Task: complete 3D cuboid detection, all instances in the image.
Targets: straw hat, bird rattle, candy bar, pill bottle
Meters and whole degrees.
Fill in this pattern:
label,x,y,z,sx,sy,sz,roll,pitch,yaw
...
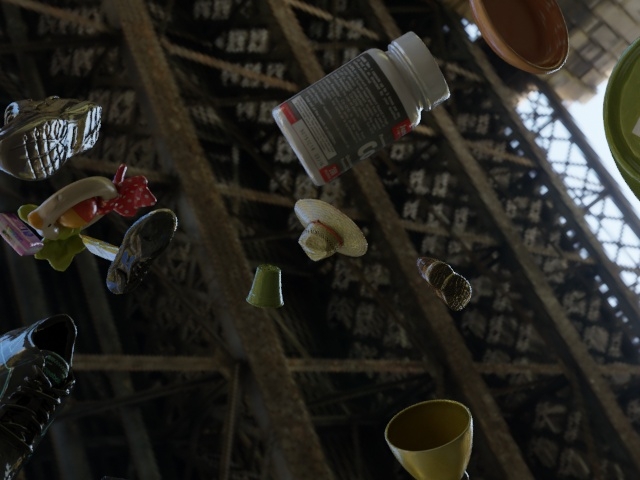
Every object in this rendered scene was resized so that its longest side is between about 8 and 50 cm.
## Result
label,x,y,z,sx,sy,sz,roll,pitch,yaw
straw hat,0.000,0.000,1.465,0.144,0.144,0.061,42,-115,-8
bird rattle,-0.443,-0.055,1.706,0.143,0.254,0.207,64,180,9
candy bar,-0.356,0.016,1.501,0.018,0.161,0.040,-46,-55,-25
pill bottle,0.072,-0.233,1.587,0.161,0.283,0.161,58,-179,-2

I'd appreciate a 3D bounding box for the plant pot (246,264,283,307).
label,x,y,z,sx,sy,sz,roll,pitch,yaw
plant pot,-0.117,0.097,1.991,0.083,0.079,0.083,8,-163,-2

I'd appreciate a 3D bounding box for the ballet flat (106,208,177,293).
label,x,y,z,sx,sy,sz,roll,pitch,yaw
ballet flat,-0.254,0.011,1.286,0.057,0.173,0.049,41,-147,-2

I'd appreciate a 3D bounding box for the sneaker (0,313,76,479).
label,x,y,z,sx,sy,sz,roll,pitch,yaw
sneaker,-0.313,0.163,0.908,0.101,0.106,0.267,52,-165,-28

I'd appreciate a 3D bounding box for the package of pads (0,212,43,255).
label,x,y,z,sx,sy,sz,roll,pitch,yaw
package of pads,-0.519,-0.010,1.550,0.083,0.032,0.050,45,-174,6

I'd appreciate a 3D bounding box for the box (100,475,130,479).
label,x,y,z,sx,sy,sz,roll,pitch,yaw
box,-0.238,0.410,1.163,0.216,0.060,0.270,8,-164,12

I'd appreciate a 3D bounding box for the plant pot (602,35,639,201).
label,x,y,z,sx,sy,sz,roll,pitch,yaw
plant pot,0.365,-0.103,0.772,0.294,0.275,0.274,-1,-125,-51

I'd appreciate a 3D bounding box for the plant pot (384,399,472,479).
label,x,y,z,sx,sy,sz,roll,pitch,yaw
plant pot,0.175,0.321,1.383,0.134,0.134,0.095,-51,-52,-58

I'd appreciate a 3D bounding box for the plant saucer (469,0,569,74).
label,x,y,z,sx,sy,sz,roll,pitch,yaw
plant saucer,0.287,-0.330,1.333,0.200,0.037,0.199,17,-120,-33

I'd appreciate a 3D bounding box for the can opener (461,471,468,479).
label,x,y,z,sx,sy,sz,roll,pitch,yaw
can opener,0.117,0.452,1.470,0.093,0.280,0.074,53,175,-9

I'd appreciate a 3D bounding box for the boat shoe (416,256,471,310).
label,x,y,z,sx,sy,sz,roll,pitch,yaw
boat shoe,0.253,0.084,1.850,0.060,0.064,0.178,39,177,44

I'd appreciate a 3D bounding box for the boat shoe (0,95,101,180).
label,x,y,z,sx,sy,sz,roll,pitch,yaw
boat shoe,-0.572,-0.212,1.821,0.130,0.132,0.355,17,-161,8
